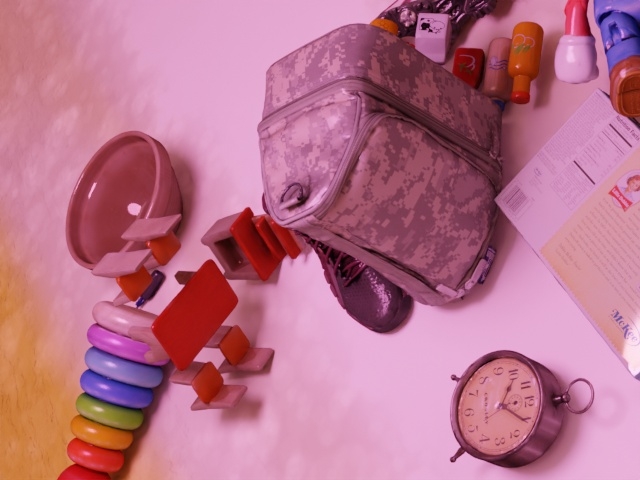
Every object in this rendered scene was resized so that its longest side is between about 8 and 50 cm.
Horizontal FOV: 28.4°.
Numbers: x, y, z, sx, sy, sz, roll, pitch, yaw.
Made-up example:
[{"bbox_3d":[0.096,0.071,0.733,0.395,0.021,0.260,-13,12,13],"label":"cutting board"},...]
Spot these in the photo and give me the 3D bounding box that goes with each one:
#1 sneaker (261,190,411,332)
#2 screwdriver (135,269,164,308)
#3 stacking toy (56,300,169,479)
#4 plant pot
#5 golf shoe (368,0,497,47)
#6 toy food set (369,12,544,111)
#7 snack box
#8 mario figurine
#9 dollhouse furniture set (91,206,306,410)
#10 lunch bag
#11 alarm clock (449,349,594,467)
[{"bbox_3d":[0.000,0.000,1.677,0.106,0.162,0.281,-45,56,21],"label":"sneaker"},{"bbox_3d":[-0.306,0.116,2.059,0.025,0.024,0.170,44,108,17],"label":"screwdriver"},{"bbox_3d":[-0.327,0.266,1.935,0.141,0.141,0.330,18,89,48],"label":"stacking toy"},{"bbox_3d":[-0.302,-0.051,2.070,0.237,0.110,0.237,-22,57,38],"label":"plant pot"},{"bbox_3d":[0.164,-0.326,1.763,0.273,0.105,0.120,-33,24,34],"label":"golf shoe"},{"bbox_3d":[0.172,-0.223,1.660,0.232,0.111,0.104,5,72,14],"label":"toy food set"},{"bbox_3d":[0.346,-0.009,1.427,0.187,0.060,0.322,-48,44,17],"label":"snack box"},{"bbox_3d":[0.378,-0.282,1.494,0.170,0.198,0.320,101,166,-51],"label":"mario figurine"},{"bbox_3d":[-0.146,0.067,1.764,0.135,0.262,0.259,-8,34,41],"label":"dollhouse furniture set"},{"bbox_3d":[0.078,-0.080,1.561,0.212,0.305,0.256,-18,55,42],"label":"lunch bag"},{"bbox_3d":[0.231,0.191,1.443,0.192,0.064,0.129,-19,58,41],"label":"alarm clock"}]
